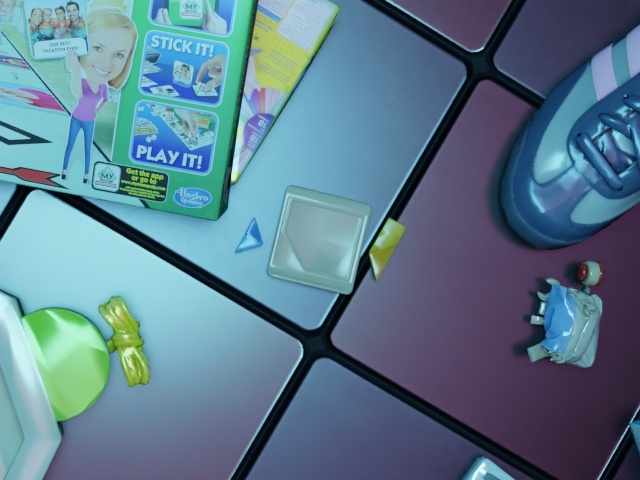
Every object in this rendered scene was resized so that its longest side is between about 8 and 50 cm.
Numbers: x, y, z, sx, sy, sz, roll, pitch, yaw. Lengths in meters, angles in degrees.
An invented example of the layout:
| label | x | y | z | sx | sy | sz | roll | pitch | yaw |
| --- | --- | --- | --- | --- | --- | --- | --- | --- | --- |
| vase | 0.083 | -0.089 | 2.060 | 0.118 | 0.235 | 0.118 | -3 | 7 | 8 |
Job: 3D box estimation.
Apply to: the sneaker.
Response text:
| label | x | y | z | sx | sy | sz | roll | pitch | yaw |
| --- | --- | --- | --- | --- | --- | --- | --- | --- | --- |
| sneaker | 0.265 | -0.118 | 1.155 | 0.319 | 0.131 | 0.112 | -44 | 95 | -5 |

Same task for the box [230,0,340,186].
| label | x | y | z | sx | sy | sz | roll | pitch | yaw |
| --- | --- | --- | --- | --- | --- | --- | --- | --- | --- |
| box | -0.074 | -0.122 | 1.161 | 0.105 | 0.043 | 0.179 | 32 | 84 | -6 |

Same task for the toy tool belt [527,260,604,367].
| label | x | y | z | sx | sy | sz | roll | pitch | yaw |
| --- | --- | --- | --- | --- | --- | --- | --- | --- | --- |
| toy tool belt | 0.186 | 0.054 | 1.186 | 0.051 | 0.052 | 0.083 | 8 | 88 | -15 |

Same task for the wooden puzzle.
| label | x | y | z | sx | sy | sz | roll | pitch | yaw |
| --- | --- | --- | --- | --- | --- | --- | --- | --- | --- |
| wooden puzzle | 0.000 | 0.000 | 1.184 | 0.116 | 0.014 | 0.079 | 21 | 83 | -6 |

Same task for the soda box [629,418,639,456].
| label | x | y | z | sx | sy | sz | roll | pitch | yaw |
| --- | --- | --- | --- | --- | --- | --- | --- | --- | --- |
| soda box | 0.299 | 0.218 | 1.192 | 0.058 | 0.063 | 0.183 | -18 | 91 | -6 |

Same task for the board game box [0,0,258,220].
| label | x | y | z | sx | sy | sz | roll | pitch | yaw |
| --- | --- | --- | --- | --- | --- | --- | --- | --- | --- |
| board game box | -0.207 | -0.148 | 1.094 | 0.317 | 0.046 | 0.214 | 10 | 105 | 3 |

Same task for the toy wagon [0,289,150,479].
| label | x | y | z | sx | sy | sz | roll | pitch | yaw |
| --- | --- | --- | --- | --- | --- | --- | --- | --- | --- |
| toy wagon | -0.291 | 0.127 | 1.122 | 0.344 | 0.068 | 0.267 | -19 | 92 | -7 |

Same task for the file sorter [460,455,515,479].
| label | x | y | z | sx | sy | sz | roll | pitch | yaw |
| --- | --- | --- | --- | --- | --- | --- | --- | --- | --- |
| file sorter | 0.123 | 0.333 | 1.117 | 0.193 | 0.173 | 0.278 | 38 | 86 | -5 |
